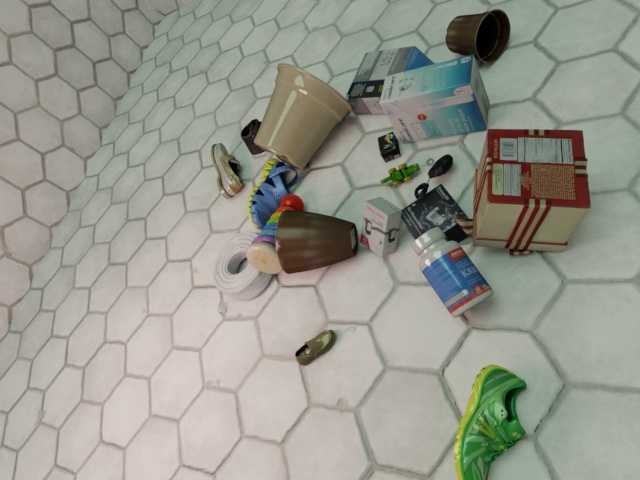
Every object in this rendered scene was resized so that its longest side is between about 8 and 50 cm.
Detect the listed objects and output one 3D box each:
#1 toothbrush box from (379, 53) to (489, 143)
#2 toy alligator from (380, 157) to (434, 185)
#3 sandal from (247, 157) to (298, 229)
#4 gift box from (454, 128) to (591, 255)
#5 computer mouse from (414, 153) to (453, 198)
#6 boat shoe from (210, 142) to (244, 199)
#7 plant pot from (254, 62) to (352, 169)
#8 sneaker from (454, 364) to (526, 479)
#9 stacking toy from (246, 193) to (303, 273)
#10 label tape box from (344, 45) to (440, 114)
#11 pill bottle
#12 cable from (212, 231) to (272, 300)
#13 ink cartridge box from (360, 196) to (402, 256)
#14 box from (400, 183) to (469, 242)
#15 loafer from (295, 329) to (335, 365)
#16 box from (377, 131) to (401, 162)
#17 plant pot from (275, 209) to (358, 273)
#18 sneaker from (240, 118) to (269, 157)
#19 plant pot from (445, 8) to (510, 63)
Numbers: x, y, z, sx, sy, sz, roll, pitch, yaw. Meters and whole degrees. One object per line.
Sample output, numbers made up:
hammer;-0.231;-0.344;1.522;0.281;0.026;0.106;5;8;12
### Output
toothbrush box;0.374;-0.450;1.480;0.295;0.216;0.126;0;62;33
toy alligator;0.291;-0.233;1.516;0.189;0.056;0.051;-21;12;23
sandal;-0.182;-0.187;1.764;0.138;0.126;0.318;5;67;32
gift box;0.497;-0.126;1.156;0.276;0.258;0.255;8;65;15
computer mouse;0.353;-0.192;1.397;0.071;0.041;0.242;-24;20;52
boat shoe;-0.407;-0.324;2.014;0.103;0.113;0.302;-28;61;16
plant pot;-0.095;-0.458;1.764;0.333;0.333;0.306;33;94;42
sneaker;0.381;0.425;1.005;0.123;0.109;0.296;7;66;41
stacking toy;-0.140;-0.046;1.610;0.141;0.141;0.330;-8;43;31
label tape box;0.287;-0.603;1.709;0.333;0.106;0.241;10;70;38
pill bottle;0.338;0.079;1.192;0.124;0.124;0.222;-36;72;11
cable;-0.282;0.092;1.677;0.257;0.089;0.257;-52;48;-4
ink cartridge box;0.185;-0.043;1.401;0.063;0.151;0.109;-17;37;-31
box;0.341;-0.055;1.342;0.158;0.093;0.156;-34;49;11
loafer;-0.018;0.325;1.378;0.148;0.050;0.056;-44;48;4
box;0.243;-0.331;1.606;0.062;0.052;0.083;-19;55;23
plant pot;0.000;0.000;1.483;0.230;0.215;0.216;-2;61;18
sneaker;-0.212;-0.466;1.936;0.295;0.147;0.105;-20;51;22
plant pot;0.537;-0.714;1.578;0.167;0.167;0.165;-50;40;-2
